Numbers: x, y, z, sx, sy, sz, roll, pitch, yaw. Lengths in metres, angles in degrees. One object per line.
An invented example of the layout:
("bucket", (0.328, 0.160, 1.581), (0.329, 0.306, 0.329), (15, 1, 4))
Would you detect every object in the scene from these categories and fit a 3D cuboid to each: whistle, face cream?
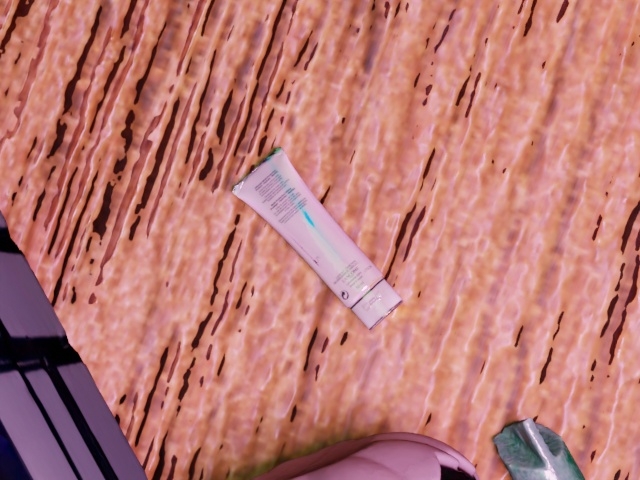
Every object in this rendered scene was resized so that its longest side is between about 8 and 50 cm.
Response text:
("whistle", (0.153, 0.182, 1.046), (0.039, 0.039, 0.186), (-30, 87, 2))
("face cream", (0.000, 0.000, 1.070), (0.038, 0.020, 0.115), (-42, 85, 2))

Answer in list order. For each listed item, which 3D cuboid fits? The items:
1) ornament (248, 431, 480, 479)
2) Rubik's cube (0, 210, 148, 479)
("ornament", (0.022, 0.190, 0.987), (0.177, 0.177, 0.177), (0, 88, 4))
("Rubik's cube", (-0.282, 0.091, 0.955), (0.288, 0.293, 0.283), (-27, 89, 4))
